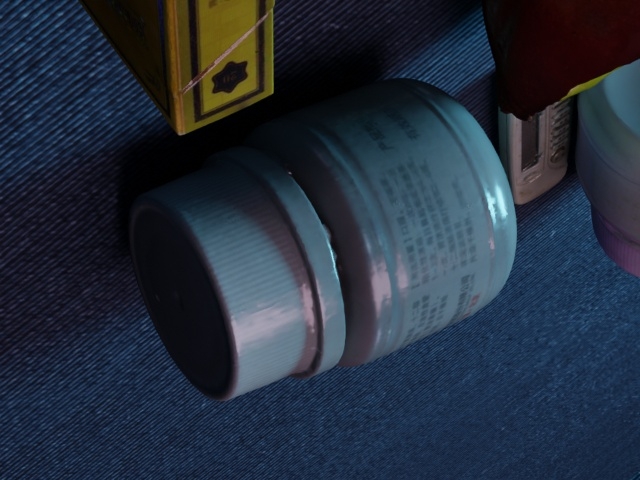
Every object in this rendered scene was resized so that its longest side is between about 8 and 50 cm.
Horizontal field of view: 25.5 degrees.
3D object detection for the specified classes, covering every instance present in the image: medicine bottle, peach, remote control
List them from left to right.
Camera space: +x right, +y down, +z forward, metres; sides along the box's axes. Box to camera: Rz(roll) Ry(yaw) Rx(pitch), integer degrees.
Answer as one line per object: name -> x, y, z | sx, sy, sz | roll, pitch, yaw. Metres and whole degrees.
medicine bottle -> 0.000, 0.000, 1.319 | 0.306, 0.245, 0.245 | -22, 148, -26
remote control -> 0.241, -0.126, 1.607 | 0.090, 0.049, 0.230 | -31, 151, -11
peach -> 0.268, -0.267, 1.293 | 0.362, 0.201, 0.258 | -33, -177, 34
medicine bottle -> 0.417, -0.101, 1.640 | 0.241, 0.241, 0.302 | -33, 151, -9

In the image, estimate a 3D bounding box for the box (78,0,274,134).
box -> -0.108, -0.238, 0.905 | 0.084, 0.193, 0.301 | -25, 149, -20
